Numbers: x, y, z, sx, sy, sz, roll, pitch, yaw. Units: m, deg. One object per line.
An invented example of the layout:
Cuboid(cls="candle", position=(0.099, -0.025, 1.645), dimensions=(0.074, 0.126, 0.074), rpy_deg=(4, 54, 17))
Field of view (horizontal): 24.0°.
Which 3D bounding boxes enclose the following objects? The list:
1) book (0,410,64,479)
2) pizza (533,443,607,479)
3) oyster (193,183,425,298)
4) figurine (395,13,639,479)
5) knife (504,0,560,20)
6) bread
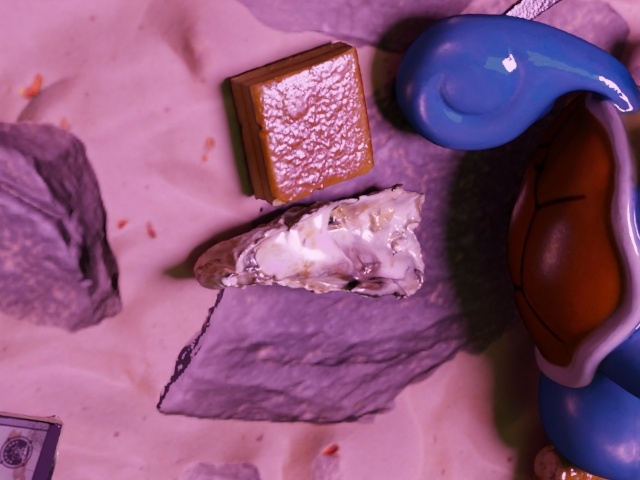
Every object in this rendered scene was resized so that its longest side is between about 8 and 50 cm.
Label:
Cuboid(cls="book", position=(-0.292, 0.175, 0.985), dimensions=(0.231, 0.026, 0.157), rpy_deg=(14, 99, -34))
Cuboid(cls="pizza", position=(0.225, 0.264, 1.294), dimensions=(0.154, 0.069, 0.193), rpy_deg=(13, 100, -32))
Cuboid(cls="oyster", position=(0.003, 0.000, 1.092), dimensions=(0.200, 0.061, 0.106), rpy_deg=(15, 82, -36))
Cuboid(cls="figurine", position=(0.232, -0.003, 1.119), dimensions=(0.243, 0.298, 0.416), rpy_deg=(-21, 117, 11))
Cuboid(cls="knife", position=(0.189, -0.199, 1.145), dimensions=(0.170, 0.010, 0.023), rpy_deg=(-37, 116, -12))
Cuboid(cls="bread", position=(-0.010, -0.082, 1.053), dimensions=(0.090, 0.035, 0.094), rpy_deg=(-21, 117, -23))
